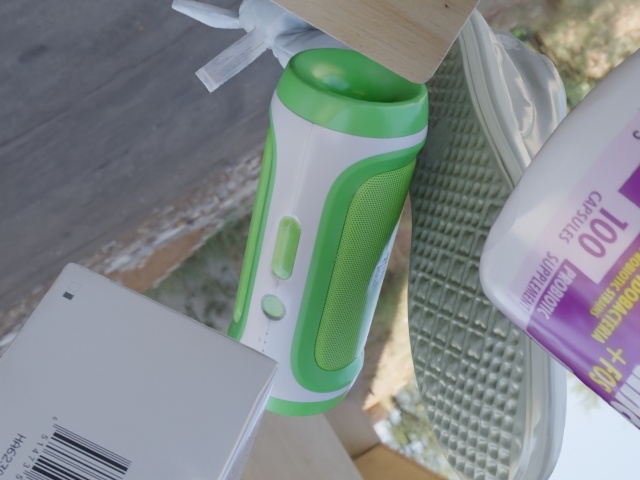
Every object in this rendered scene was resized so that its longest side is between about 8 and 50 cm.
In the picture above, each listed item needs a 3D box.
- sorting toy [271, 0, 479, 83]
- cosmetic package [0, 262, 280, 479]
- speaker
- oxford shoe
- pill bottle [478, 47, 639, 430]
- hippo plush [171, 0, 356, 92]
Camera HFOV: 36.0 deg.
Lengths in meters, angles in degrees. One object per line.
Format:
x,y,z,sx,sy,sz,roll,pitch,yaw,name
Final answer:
0.018,-0.274,0.609,0.255,0.257,0.089,-58,-166,17,sorting toy
-0.141,0.177,0.565,0.224,0.138,0.224,-63,177,-33,cosmetic package
0.000,0.000,0.812,0.131,0.131,0.296,-28,140,-48,speaker
0.149,-0.013,0.793,0.130,0.449,0.169,17,140,-24,oxford shoe
0.234,0.053,0.442,0.169,0.301,0.169,-40,157,-21,pill bottle
0.047,-0.209,1.076,0.294,0.234,0.236,-32,151,18,hippo plush
